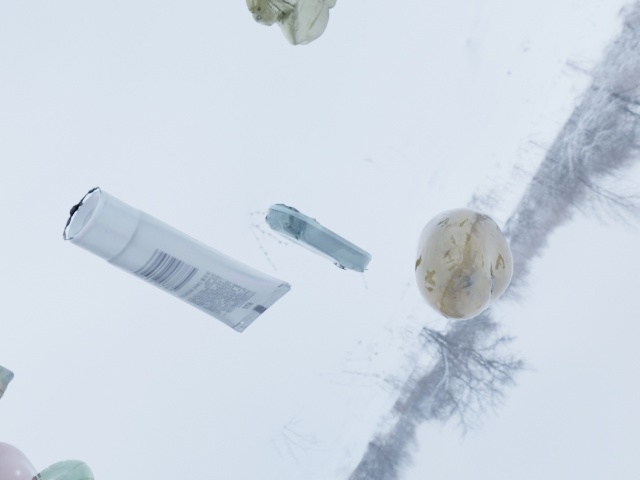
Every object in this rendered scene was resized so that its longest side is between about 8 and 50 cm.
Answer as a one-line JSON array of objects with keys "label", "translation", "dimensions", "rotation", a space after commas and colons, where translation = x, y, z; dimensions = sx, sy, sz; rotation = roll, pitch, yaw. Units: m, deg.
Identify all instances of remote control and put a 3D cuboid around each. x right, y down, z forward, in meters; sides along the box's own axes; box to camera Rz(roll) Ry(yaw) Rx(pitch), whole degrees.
[{"label": "remote control", "translation": [0.000, 0.000, 0.875], "dimensions": [0.247, 0.104, 0.052], "rotation": [30, 81, -41]}]

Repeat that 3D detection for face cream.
[{"label": "face cream", "translation": [-0.141, 0.029, 0.507], "dimensions": [0.092, 0.058, 0.243], "rotation": [-42, 131, 14]}]

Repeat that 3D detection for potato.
[{"label": "potato", "translation": [0.157, 0.024, 0.534], "dimensions": [0.147, 0.112, 0.112], "rotation": [-62, 170, -46]}]

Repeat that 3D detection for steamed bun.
[{"label": "steamed bun", "translation": [-0.062, -0.455, 0.871], "dimensions": [0.177, 0.106, 0.193], "rotation": [-2, 102, -45]}]

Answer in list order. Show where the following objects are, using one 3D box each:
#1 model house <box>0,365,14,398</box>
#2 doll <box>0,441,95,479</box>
[{"label": "model house", "translation": [-0.548, 0.250, 0.481], "dimensions": [0.194, 0.267, 0.325], "rotation": [-33, -146, 39]}, {"label": "doll", "translation": [-0.450, 0.400, 0.647], "dimensions": [0.284, 0.268, 0.217], "rotation": [-30, 111, -29]}]
